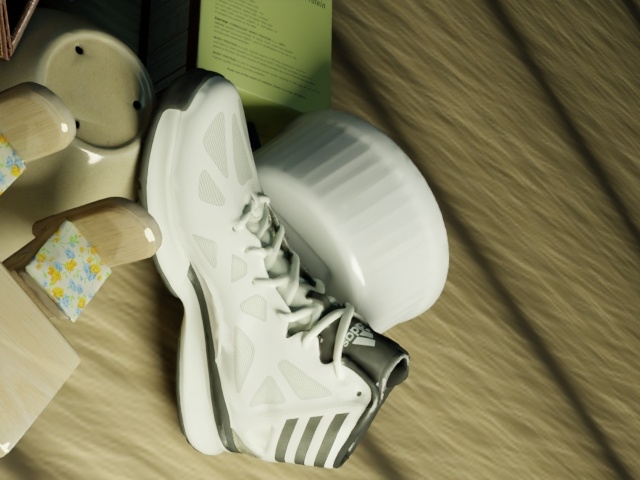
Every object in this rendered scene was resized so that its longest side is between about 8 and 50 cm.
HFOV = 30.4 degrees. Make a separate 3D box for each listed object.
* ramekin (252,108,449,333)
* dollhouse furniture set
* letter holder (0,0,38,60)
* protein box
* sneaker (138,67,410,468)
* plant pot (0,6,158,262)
[{"bbox_3d":[0.000,0.000,1.369,0.135,0.277,0.277,-32,99,-35],"label":"ramekin"},{"bbox_3d":[-0.314,-0.014,0.889,0.394,0.256,0.362,55,46,-23],"label":"dollhouse furniture set"},{"bbox_3d":[-0.401,-0.320,1.045,0.301,0.214,0.152,16,61,0],"label":"letter holder"},{"bbox_3d":[-0.103,-0.243,1.437,0.199,0.136,0.201,15,67,-38],"label":"protein box"},{"bbox_3d":[-0.027,0.040,1.227,0.169,0.257,0.448,-44,134,-54],"label":"sneaker"},{"bbox_3d":[-0.274,-0.121,1.205,0.284,0.191,0.284,14,68,-39],"label":"plant pot"}]
